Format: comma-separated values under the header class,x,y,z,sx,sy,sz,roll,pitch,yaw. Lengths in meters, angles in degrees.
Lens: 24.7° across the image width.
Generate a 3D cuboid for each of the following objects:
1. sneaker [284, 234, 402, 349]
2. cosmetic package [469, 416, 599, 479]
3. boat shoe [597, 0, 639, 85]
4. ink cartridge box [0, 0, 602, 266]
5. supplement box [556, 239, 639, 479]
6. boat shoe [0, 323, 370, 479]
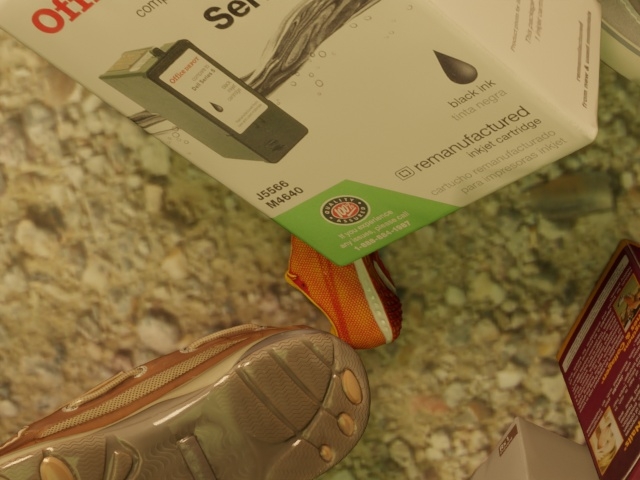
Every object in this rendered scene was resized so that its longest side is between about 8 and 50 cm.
class,x,y,z,sx,sy,sz,roll,pitch,yaw
sneaker,0.000,0.000,0.959,0.067,0.064,0.175,-12,111,15
cosmetic package,0.214,0.237,1.042,0.238,0.107,0.127,21,115,-12
boat shoe,0.146,-0.187,0.869,0.227,0.079,0.081,43,111,-14
ink cartridge box,-0.011,-0.126,0.786,0.273,0.114,0.198,34,137,-29
supplement box,0.222,0.091,0.930,0.081,0.188,0.104,21,111,-10
boat shoe,-0.126,0.147,0.941,0.324,0.116,0.123,-22,107,-13
